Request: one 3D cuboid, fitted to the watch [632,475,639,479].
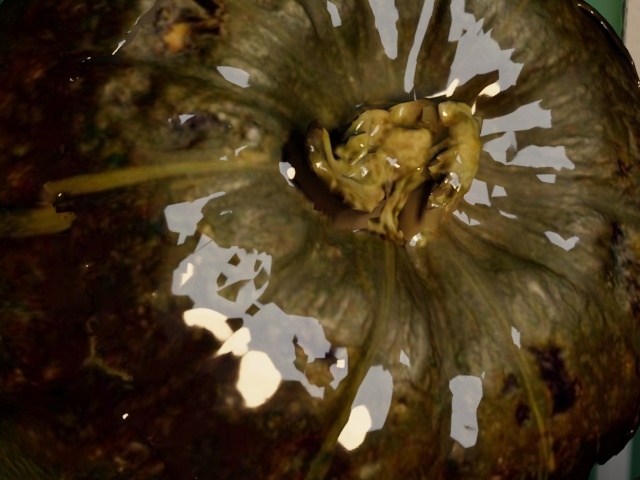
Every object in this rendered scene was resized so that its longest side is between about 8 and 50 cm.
[{"bbox_3d":[0.072,0.216,0.452,0.241,0.253,0.162,-38,103,20],"label":"watch"}]

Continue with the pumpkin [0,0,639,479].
[{"bbox_3d":[0.000,0.000,0.461,0.238,0.159,0.238,3,83,-20],"label":"pumpkin"}]
